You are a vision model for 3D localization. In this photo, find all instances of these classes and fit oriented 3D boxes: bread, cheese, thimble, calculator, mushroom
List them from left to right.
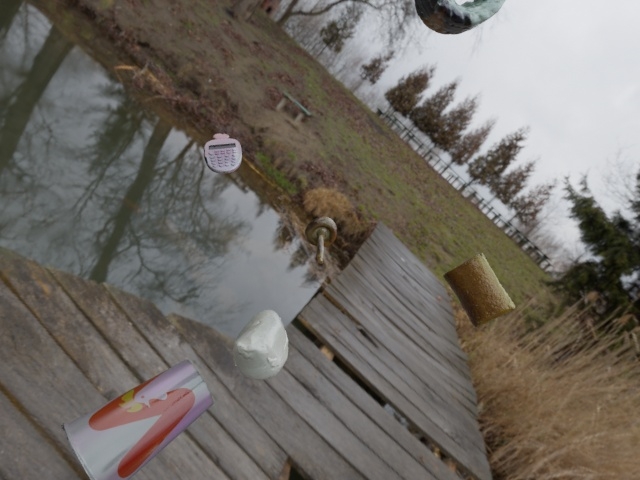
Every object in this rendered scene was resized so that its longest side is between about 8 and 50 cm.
[{"bbox_3d":[-0.269,-0.241,1.179,0.024,0.103,0.166,93,-14,-49],"label":"calculator"},{"bbox_3d":[-0.184,0.333,1.317,0.198,0.154,0.189,-58,136,-60],"label":"cheese"},{"bbox_3d":[-0.002,-0.001,1.185,0.088,0.130,0.073,10,-6,-13],"label":"mushroom"},{"bbox_3d":[0.365,-0.673,1.116,0.237,0.237,0.150,41,6,-12],"label":"thimble"},{"bbox_3d":[0.435,0.136,1.173,0.103,0.132,0.172,-2,60,-62],"label":"bread"}]

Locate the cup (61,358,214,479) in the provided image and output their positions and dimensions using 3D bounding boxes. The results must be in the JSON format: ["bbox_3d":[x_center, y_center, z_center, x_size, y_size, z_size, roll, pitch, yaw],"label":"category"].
[{"bbox_3d":[-0.410,0.418,1.004,0.288,0.203,0.203,-31,69,-31],"label":"cup"}]
